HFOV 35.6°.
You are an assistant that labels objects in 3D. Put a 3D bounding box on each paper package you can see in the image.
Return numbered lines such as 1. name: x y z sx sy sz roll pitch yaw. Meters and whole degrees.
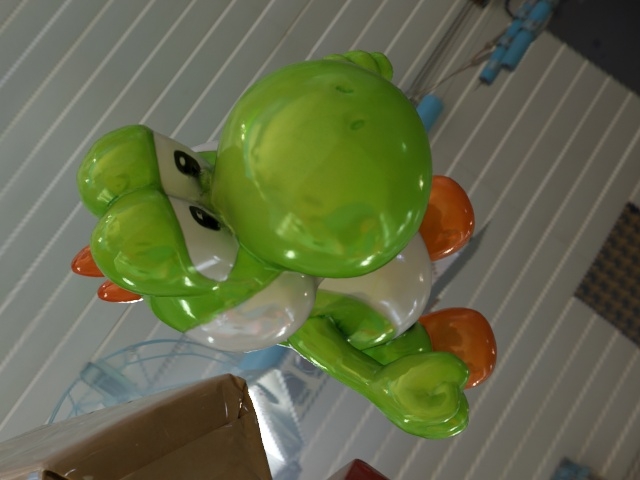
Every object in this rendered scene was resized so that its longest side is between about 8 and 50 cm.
1. paper package: -0.267 0.286 1.065 0.309 0.325 0.168 -17 -92 -58

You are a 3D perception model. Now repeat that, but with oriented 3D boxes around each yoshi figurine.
1. yoshi figurine: 0.025 0.000 0.589 0.204 0.362 0.203 32 -84 30

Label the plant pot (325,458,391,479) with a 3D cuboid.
1. plant pot: 0.045 0.453 1.325 0.267 0.267 0.235 35 -80 6
